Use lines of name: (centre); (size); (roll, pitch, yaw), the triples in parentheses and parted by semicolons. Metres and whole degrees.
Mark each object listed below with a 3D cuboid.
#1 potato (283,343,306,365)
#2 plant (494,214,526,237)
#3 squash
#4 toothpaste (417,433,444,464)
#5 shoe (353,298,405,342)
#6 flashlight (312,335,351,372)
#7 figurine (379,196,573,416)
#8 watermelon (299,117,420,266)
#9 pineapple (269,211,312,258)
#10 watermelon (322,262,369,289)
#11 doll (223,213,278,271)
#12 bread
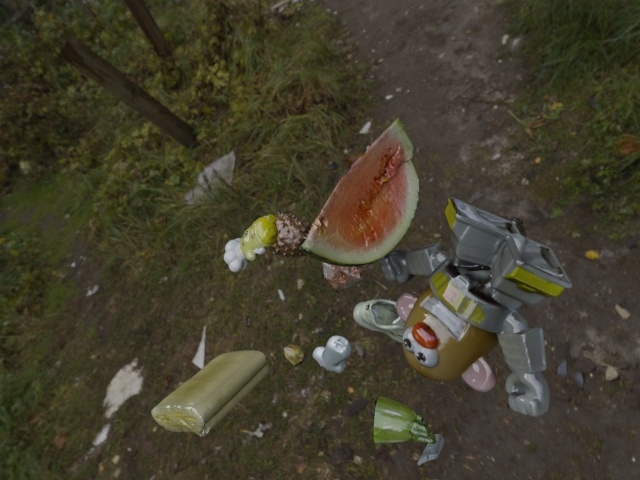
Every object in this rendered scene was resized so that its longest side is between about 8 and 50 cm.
potato: (-0.133, 0.573, 2.182); (0.066, 0.103, 0.096); (-33, 31, 36)
plant: (0.561, -0.011, 1.405); (0.194, 0.129, 0.132); (-7, 33, 44)
squash: (0.186, 0.397, 0.927); (0.132, 0.105, 0.105); (1, 55, 19)
toothpaste: (0.267, 0.493, 1.012); (0.052, 0.218, 0.033); (-30, 68, 13)
shoe: (0.304, 0.313, 1.646); (0.342, 0.210, 0.132); (18, 73, 0)
flashlight: (0.035, 0.286, 1.087); (0.093, 0.200, 0.047); (30, 60, 7)
figurine: (0.231, 0.107, 0.688); (0.342, 0.167, 0.285); (-109, 36, -52)
watermelon: (0.091, -0.045, 0.738); (0.128, 0.159, 0.303); (32, 67, 14)
pineapple: (0.000, 0.003, 1.414); (0.364, 0.165, 0.166); (9, 59, 17)
watermelon: (0.114, 0.026, 1.753); (0.264, 0.151, 0.302); (-22, 53, 41)
doll: (-0.153, 0.007, 0.938); (0.162, 0.062, 0.106); (-37, 35, 33)
bread: (-0.189, 0.265, 0.762); (0.139, 0.060, 0.178); (-14, 12, 35)
